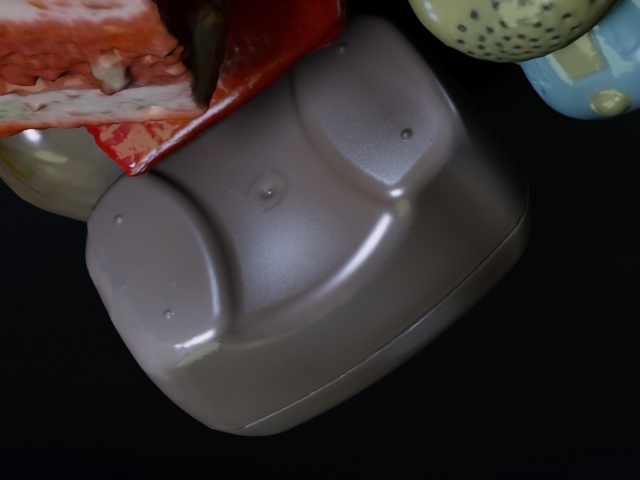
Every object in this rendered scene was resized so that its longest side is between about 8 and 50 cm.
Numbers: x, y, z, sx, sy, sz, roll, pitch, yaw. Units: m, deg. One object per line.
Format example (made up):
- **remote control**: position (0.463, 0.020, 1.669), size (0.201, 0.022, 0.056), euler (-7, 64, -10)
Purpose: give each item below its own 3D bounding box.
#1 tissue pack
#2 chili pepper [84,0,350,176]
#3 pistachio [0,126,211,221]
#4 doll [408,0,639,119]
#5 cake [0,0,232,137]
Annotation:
- **tissue pack**: position (0.000, 0.000, 1.254), size (0.387, 0.267, 0.277), euler (-38, 142, 6)
- **chili pepper**: position (-0.045, -0.194, 1.040), size (0.338, 0.134, 0.131), euler (-33, 106, 7)
- **pistachio**: position (-0.214, -0.110, 1.311), size (0.197, 0.166, 0.288), euler (-40, 150, 24)
- **doll**: position (0.178, -0.197, 1.018), size (0.177, 0.161, 0.261), euler (-13, 155, 38)
- **cake**: position (-0.199, -0.231, 0.853), size (0.269, 0.270, 0.319), euler (-2, 159, 13)
